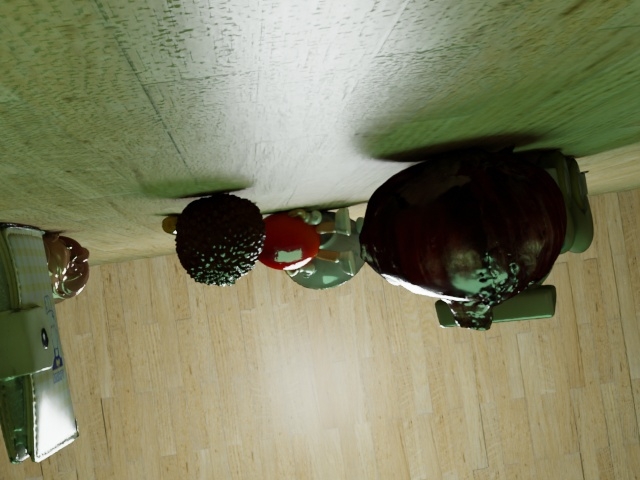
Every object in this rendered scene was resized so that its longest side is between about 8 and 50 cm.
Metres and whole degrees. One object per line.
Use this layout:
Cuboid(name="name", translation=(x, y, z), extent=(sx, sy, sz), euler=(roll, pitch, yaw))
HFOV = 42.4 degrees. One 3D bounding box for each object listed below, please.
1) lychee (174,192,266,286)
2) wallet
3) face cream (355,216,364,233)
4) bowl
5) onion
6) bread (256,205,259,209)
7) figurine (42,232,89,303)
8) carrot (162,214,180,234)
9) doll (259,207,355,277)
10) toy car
Cuboid(name="lychee", translation=(-0.134, -0.001, 1.076), extent=(0.123, 0.129, 0.123), euler=(20, 157, 9))
Cuboid(name="wallet", translation=(-0.399, 0.135, 1.118), extent=(0.077, 0.310, 0.223), euler=(-12, 177, -7))
Cuboid(name="face cream", translation=(0.161, -0.035, 1.769), extent=(0.101, 0.101, 0.251), euler=(-9, 178, 38))
Cuboid(name="bowl", translation=(0.000, 0.000, 1.715), extent=(0.189, 0.189, 0.086), euler=(-8, 145, 11))
Cuboid(name="onion", translation=(0.172, 0.002, 0.979), extent=(0.252, 0.219, 0.252), euler=(-6, -172, 1))
Cuboid(name="bread", translation=(-0.140, -0.036, 1.314), extent=(0.083, 0.036, 0.047), euler=(-7, 163, -19))
Cuboid(name="figurine", translation=(-0.423, 0.042, 1.308), extent=(0.126, 0.114, 0.157), euler=(-55, -167, -25))
Cuboid(name="carrot", translation=(-0.218, -0.022, 1.356), extent=(0.042, 0.042, 0.170), euler=(-8, 177, 13))
Cuboid(name="doll", translation=(-0.044, 0.006, 1.617), extent=(0.217, 0.183, 0.085), euler=(-4, -143, 5))
Cuboid(name="toy car", translation=(0.283, -0.002, 1.249), extent=(0.242, 0.226, 0.336), euler=(-9, 177, 23))
